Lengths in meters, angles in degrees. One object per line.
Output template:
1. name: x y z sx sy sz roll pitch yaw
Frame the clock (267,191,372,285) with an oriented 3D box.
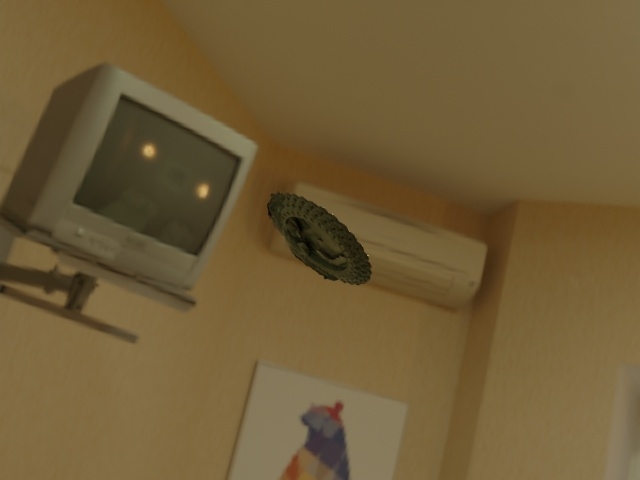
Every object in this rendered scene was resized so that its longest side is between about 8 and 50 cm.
1. clock: 0.000 0.000 0.576 0.083 0.010 0.074 11 -40 53
